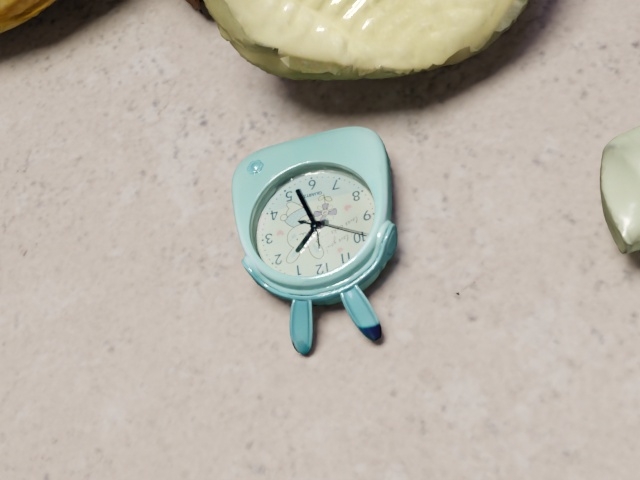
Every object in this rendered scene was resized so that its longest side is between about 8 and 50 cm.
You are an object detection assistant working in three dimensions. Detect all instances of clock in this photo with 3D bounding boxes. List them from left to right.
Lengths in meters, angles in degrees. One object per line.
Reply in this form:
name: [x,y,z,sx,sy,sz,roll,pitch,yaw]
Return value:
clock: [0.000,0.000,0.651,0.108,0.045,0.147,-13,59,11]

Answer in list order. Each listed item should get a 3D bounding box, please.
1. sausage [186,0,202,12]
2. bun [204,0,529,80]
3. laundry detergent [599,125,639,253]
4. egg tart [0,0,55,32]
sausage: [0.011,-0.332,0.756,0.371,0.082,0.082,-44,58,2]
bun: [0.029,-0.234,0.675,0.259,0.259,0.152,-31,16,-1]
laundry detergent: [0.290,-0.087,0.577,0.289,0.094,0.143,-27,61,2]
egg tart: [-0.287,-0.371,0.853,0.443,0.178,0.443,-14,55,20]
